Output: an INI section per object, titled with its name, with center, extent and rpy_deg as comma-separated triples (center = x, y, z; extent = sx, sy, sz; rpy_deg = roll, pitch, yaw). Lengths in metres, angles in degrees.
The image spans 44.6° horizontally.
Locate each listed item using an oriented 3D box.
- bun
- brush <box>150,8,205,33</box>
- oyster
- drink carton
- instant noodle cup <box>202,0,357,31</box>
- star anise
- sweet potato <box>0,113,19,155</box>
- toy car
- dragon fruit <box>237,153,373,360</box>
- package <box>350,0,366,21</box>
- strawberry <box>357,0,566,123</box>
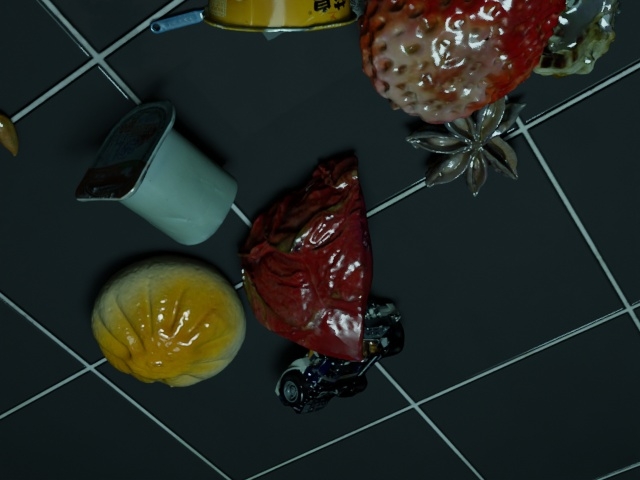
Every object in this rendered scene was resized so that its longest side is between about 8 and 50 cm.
[bun]
center = -0.293, 0.177, 1.484
extent = 0.299, 0.164, 0.298
rpy_deg = 0, 126, 0
[brush]
center = -0.182, -0.343, 1.188
extent = 0.164, 0.014, 0.051
rpy_deg = -12, 125, 8
[oyster]
center = 0.381, -0.374, 1.110
extent = 0.198, 0.133, 0.337
rpy_deg = 9, 131, -18
[drink carton]
center = -0.245, -0.100, 1.264
extent = 0.190, 0.191, 0.186
rpy_deg = 37, 156, -33
[instant noodle cup]
center = -0.056, -0.382, 1.051
extent = 0.216, 0.215, 0.172
rpy_deg = 0, 116, -1
[star anise]
center = 0.237, -0.169, 1.293
extent = 0.197, 0.073, 0.212
rpy_deg = -4, 124, -3
[sweet potato]
center = -0.521, -0.179, 1.292
extent = 0.034, 0.034, 0.095
rpy_deg = -7, 138, 4
[toy car]
center = 0.027, 0.235, 1.545
extent = 0.193, 0.118, 0.301
rpy_deg = -4, 142, -42
[dragon fruit]
center = 0.000, 0.000, 1.385
extent = 0.302, 0.240, 0.330
rpy_deg = 19, 105, 18
[package]
center = 0.131, -0.371, 1.165
extent = 0.239, 0.030, 0.154
rpy_deg = 13, 127, -12
[strawberry]
center = 0.193, -0.292, 1.058
extent = 0.265, 0.149, 0.336
rpy_deg = 38, 140, -13
